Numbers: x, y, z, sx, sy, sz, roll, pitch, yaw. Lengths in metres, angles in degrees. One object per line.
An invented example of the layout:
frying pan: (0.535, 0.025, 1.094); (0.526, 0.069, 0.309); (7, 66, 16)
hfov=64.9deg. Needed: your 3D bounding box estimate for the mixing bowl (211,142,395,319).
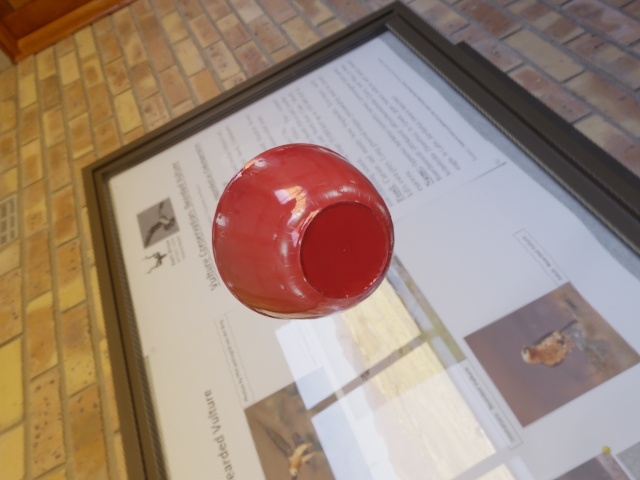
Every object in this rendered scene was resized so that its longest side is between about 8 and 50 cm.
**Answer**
mixing bowl: (0.000, 0.000, 0.466); (0.181, 0.182, 0.098); (62, 162, -21)
